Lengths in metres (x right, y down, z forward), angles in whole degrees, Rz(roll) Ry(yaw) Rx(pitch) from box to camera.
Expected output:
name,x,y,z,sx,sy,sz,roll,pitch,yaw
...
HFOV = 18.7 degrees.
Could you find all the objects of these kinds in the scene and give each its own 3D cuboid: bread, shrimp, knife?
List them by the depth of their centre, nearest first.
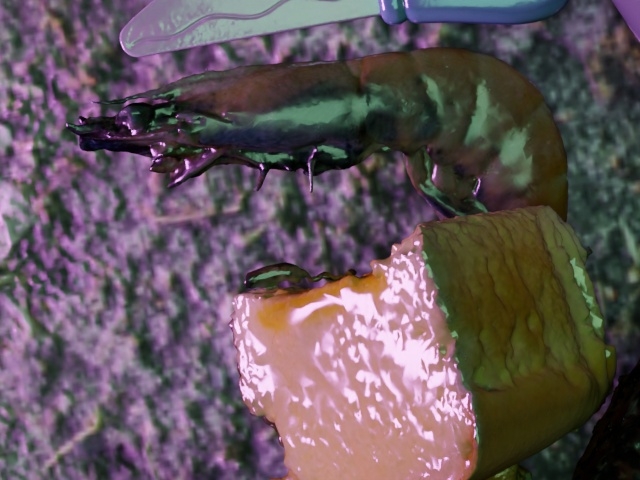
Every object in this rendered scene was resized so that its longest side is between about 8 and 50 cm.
name,x,y,z,sx,sy,sz,roll,pitch,yaw
bread,0.047,0.061,0.970,0.160,0.169,0.140,-22,82,34
shrimp,0.000,0.000,1.017,0.262,0.051,0.198,-2,94,-2
knife,0.012,-0.134,1.022,0.244,0.032,0.058,-4,97,8

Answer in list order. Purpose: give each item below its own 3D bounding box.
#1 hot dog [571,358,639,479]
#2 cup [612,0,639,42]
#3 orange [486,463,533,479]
name,x,y,z,sx,sy,sz,roll,pitch,yaw
hot dog,0.209,0.068,0.931,0.082,0.162,0.270,34,72,-31
cup,0.235,-0.242,0.862,0.274,0.259,0.357,48,54,-28
orange,0.072,0.136,1.019,0.086,0.062,0.086,0,88,-11
